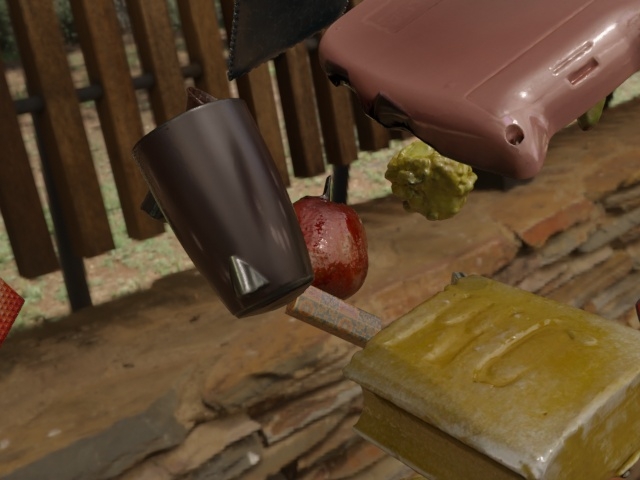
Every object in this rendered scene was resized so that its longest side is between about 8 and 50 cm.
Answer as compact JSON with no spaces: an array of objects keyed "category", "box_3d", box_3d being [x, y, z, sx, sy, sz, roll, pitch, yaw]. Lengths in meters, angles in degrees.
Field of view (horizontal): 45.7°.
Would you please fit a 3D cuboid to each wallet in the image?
[{"category":"wallet","box_3d":[-0.568,0.126,1.287,0.020,0.103,0.196,-29,27,13]}]

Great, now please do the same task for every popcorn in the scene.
[{"category":"popcorn","box_3d":[0.303,-0.171,2.097,0.266,0.233,0.192,-36,17,53]}]

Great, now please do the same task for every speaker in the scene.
[{"category":"speaker","box_3d":[-0.279,-0.171,1.859,0.259,0.329,0.198,28,12,4]}]

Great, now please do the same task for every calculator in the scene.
[{"category":"calculator","box_3d":[0.123,-0.174,0.640,0.220,0.048,0.330,-38,39,-6]}]

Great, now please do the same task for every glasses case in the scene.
[{"category":"glasses case","box_3d":[0.032,0.167,1.680,0.218,0.075,0.049,26,-27,-20]}]

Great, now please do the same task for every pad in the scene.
[{"category":"pad","box_3d":[-0.043,-0.394,1.287,0.269,0.012,0.269,-34,-10,-16]}]

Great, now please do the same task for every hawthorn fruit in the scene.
[{"category":"hawthorn fruit","box_3d":[0.000,0.000,2.038,0.285,0.368,0.285,11,-12,2]}]

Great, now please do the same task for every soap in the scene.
[{"category":"soap","box_3d":[0.238,0.197,0.992,0.293,0.156,0.335,-25,29,-30]}]

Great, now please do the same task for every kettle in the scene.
[{"category":"kettle","box_3d":[-0.097,-0.026,0.887,0.144,0.232,0.202,-27,-3,10]}]

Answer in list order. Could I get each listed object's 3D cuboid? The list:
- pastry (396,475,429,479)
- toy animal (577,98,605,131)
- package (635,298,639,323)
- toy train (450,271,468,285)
[{"category":"pastry","box_3d":[0.162,0.599,1.329,0.313,0.388,0.388,10,25,31]},{"category":"toy animal","box_3d":[0.366,-0.304,1.034,0.180,0.181,0.362,-35,33,34]},{"category":"package","box_3d":[0.761,0.155,1.593,0.194,0.071,0.269,-35,27,29]},{"category":"toy train","box_3d":[0.362,0.121,1.924,0.048,0.055,0.252,5,5,6]}]
